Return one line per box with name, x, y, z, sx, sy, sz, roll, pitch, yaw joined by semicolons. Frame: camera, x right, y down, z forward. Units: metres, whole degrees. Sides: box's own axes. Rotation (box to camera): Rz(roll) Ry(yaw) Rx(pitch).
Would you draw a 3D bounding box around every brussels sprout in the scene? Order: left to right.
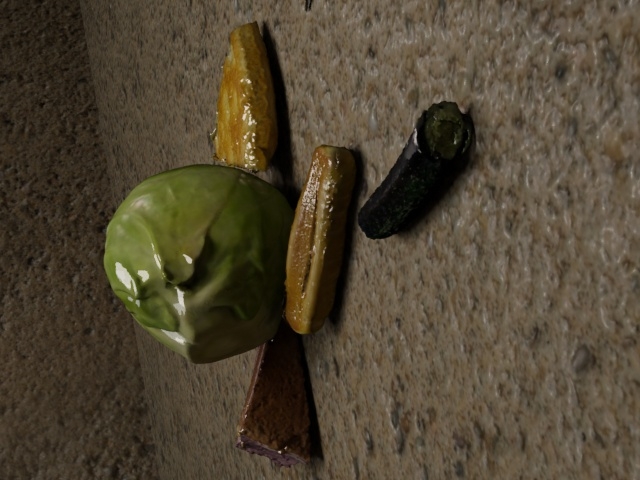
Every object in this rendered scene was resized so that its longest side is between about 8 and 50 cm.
brussels sprout;-0.176;0.022;1.466;0.247;0.328;0.328;72;180;-57

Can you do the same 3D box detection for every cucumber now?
cucumber;0.099;-0.059;1.060;0.245;0.067;0.067;118;142;-57

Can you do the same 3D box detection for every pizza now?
pizza;-0.135;-0.214;1.610;0.287;0.075;0.280;144;123;-67

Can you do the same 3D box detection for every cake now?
cake;-0.083;0.218;1.507;0.116;0.112;0.295;127;147;-57

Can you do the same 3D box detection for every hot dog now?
hot dog;0.001;0.000;1.307;0.083;0.068;0.289;33;123;36

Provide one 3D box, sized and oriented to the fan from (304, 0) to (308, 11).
fan;-0.029;-0.451;1.260;0.329;0.009;0.191;86;-158;-49
